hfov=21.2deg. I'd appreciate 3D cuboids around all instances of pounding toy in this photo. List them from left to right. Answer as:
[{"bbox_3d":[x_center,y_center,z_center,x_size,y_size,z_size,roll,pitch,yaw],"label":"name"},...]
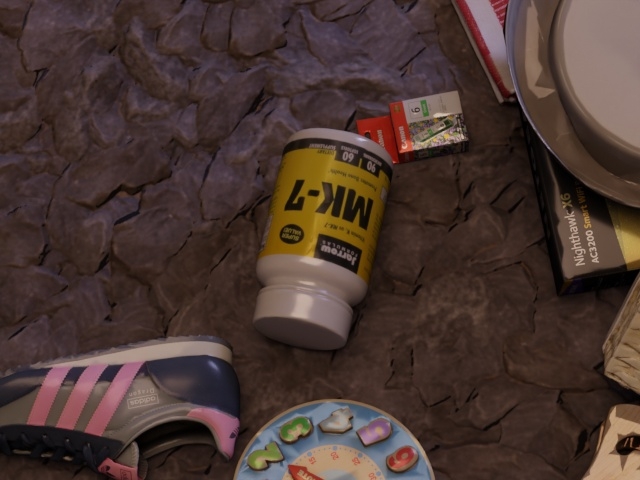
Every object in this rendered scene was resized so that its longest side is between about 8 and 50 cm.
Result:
[{"bbox_3d":[0.288,0.239,1.624,0.269,0.155,0.154,-26,73,-6],"label":"pounding toy"}]

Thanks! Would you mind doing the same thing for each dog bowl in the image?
[{"bbox_3d":[0.355,-0.184,1.703,0.348,0.102,0.349,-1,77,3],"label":"dog bowl"}]

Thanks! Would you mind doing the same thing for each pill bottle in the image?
[{"bbox_3d":[0.000,0.000,1.767,0.119,0.119,0.209,9,69,9],"label":"pill bottle"}]

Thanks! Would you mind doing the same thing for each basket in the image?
[{"bbox_3d":[0.366,0.110,1.666,0.167,0.103,0.113,27,110,7],"label":"basket"}]

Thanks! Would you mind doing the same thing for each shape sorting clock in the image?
[{"bbox_3d":[0.013,0.256,1.704,0.206,0.040,0.206,-2,68,4],"label":"shape sorting clock"}]

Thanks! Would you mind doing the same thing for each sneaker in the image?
[{"bbox_3d":[-0.235,0.188,1.714,0.319,0.112,0.131,-13,65,1],"label":"sneaker"}]

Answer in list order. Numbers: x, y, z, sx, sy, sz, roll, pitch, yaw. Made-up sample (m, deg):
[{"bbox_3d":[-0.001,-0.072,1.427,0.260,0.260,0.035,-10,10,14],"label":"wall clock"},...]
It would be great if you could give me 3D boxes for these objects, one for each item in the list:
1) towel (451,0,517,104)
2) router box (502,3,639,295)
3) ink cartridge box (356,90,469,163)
[{"bbox_3d":[0.310,-0.303,1.908,0.329,0.037,0.237,-21,67,-4],"label":"towel"},{"bbox_3d":[0.338,-0.115,1.782,0.242,0.081,0.309,-11,76,1],"label":"router box"},{"bbox_3d":[0.099,-0.120,1.854,0.115,0.029,0.063,-10,68,0],"label":"ink cartridge box"}]
